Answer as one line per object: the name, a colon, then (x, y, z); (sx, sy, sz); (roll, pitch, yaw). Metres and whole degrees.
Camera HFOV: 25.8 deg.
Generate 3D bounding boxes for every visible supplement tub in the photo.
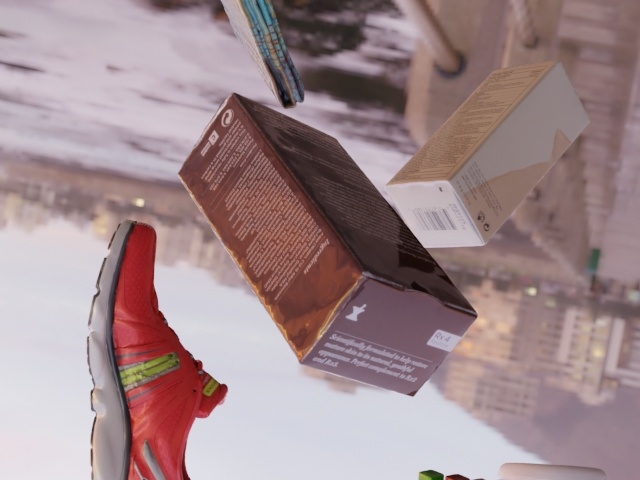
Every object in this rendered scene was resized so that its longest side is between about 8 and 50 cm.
supplement tub: (0.300, 0.395, 1.831); (0.144, 0.200, 0.144); (4, 170, 1)

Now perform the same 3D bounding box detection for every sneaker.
sneaker: (-0.142, 0.120, 1.241); (0.118, 0.279, 0.107); (-3, 176, -1)

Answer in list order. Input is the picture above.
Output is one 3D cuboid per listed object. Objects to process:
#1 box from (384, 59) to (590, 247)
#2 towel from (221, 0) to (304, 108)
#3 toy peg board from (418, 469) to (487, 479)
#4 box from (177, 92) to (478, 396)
box: (0.255, -0.132, 2.104); (0.148, 0.311, 0.121); (-2, 127, 52)
towel: (-0.112, -0.336, 1.405); (0.040, 0.370, 0.271); (-24, -150, -2)
toy peg board: (0.175, 0.263, 1.307); (0.160, 0.079, 0.161); (-3, -168, -39)
box: (0.000, 0.000, 1.658); (0.191, 0.143, 0.381); (21, -159, -40)
